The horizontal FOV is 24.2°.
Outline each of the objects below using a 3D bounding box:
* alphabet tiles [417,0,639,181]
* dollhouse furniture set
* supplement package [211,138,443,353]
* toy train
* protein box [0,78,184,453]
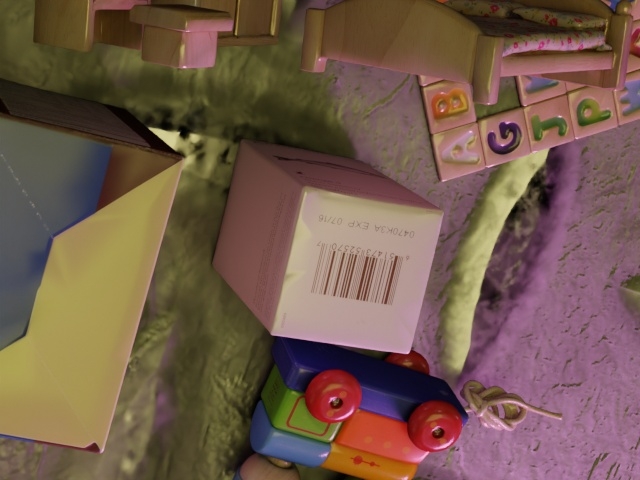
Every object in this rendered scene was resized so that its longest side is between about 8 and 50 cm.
[{"bbox_3d":[0.159,-0.184,1.161,0.198,0.009,0.237,-18,109,-12],"label":"alphabet tiles"},{"bbox_3d":[0.050,-0.187,0.934,0.303,0.355,0.173,-14,113,-55],"label":"dollhouse furniture set"},{"bbox_3d":[0.000,0.000,1.064,0.105,0.179,0.105,9,101,-19],"label":"supplement package"},{"bbox_3d":[0.059,0.168,1.174,0.248,0.105,0.143,19,108,-21],"label":"toy train"},{"bbox_3d":[-0.200,0.005,0.991,0.136,0.201,0.199,13,99,-20],"label":"protein box"}]
